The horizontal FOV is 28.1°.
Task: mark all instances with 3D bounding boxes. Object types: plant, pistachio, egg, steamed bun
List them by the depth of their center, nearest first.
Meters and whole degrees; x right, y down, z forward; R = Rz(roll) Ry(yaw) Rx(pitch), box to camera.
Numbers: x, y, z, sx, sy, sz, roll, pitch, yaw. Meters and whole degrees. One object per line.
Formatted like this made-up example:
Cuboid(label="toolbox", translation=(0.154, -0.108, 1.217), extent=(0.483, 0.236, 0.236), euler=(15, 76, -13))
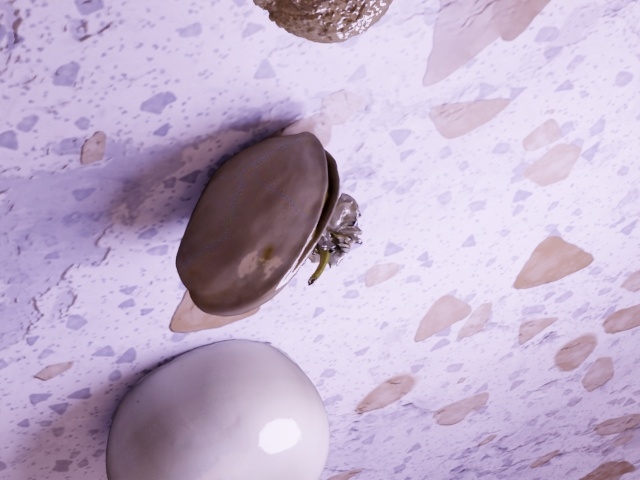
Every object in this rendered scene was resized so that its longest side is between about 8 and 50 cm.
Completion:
Cuboid(label="egg", translation=(0.007, -0.247, 1.227), extent=(0.140, 0.116, 0.118), euler=(-21, 172, 11))
Cuboid(label="pistachio", translation=(-0.071, -0.019, 1.465), extent=(0.238, 0.153, 0.138), euler=(-57, 154, -3))
Cuboid(label="plant", translation=(0.000, 0.000, 1.558), extent=(0.117, 0.122, 0.104), euler=(-18, 135, -1))
Cuboid(label="steamed bun", translation=(-0.137, 0.300, 1.787), extent=(0.324, 0.206, 0.324), euler=(-19, 145, -14))
